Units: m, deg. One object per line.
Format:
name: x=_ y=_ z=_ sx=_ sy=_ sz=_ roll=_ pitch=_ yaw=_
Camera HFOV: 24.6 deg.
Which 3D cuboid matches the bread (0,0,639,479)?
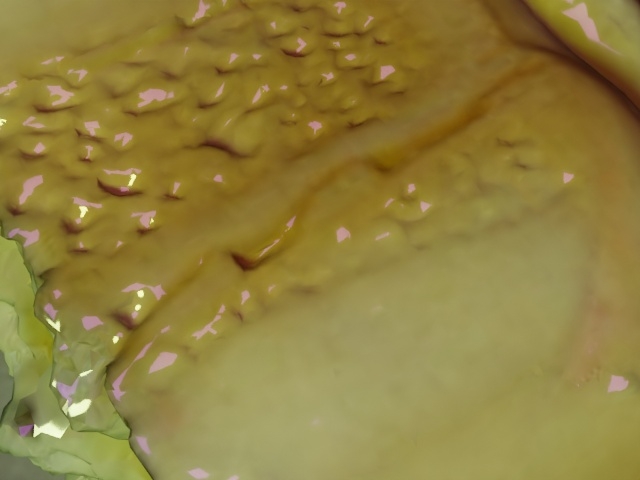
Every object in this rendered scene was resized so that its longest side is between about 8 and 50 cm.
bread: x=0.000 y=0.000 z=0.518 sx=0.270 sy=0.211 sz=0.315 roll=-30 pitch=72 yaw=-20
